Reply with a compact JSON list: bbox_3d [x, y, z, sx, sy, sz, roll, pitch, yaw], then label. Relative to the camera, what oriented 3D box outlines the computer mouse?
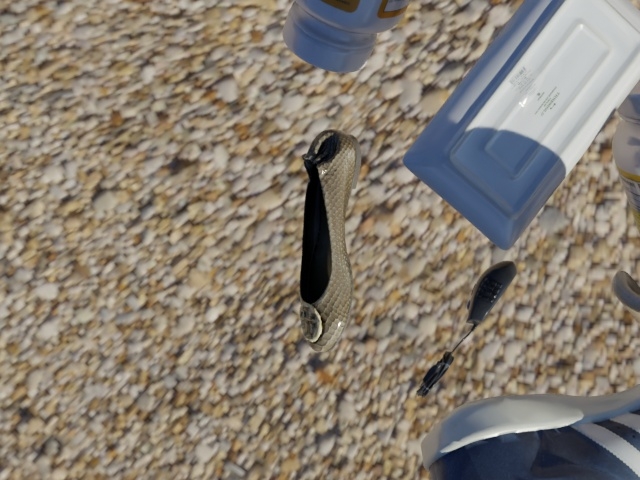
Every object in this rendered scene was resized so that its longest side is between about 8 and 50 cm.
[{"bbox_3d":[0.206,0.126,1.993,0.041,0.071,0.242,35,94,4],"label":"computer mouse"}]

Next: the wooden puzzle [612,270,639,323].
[{"bbox_3d":[0.486,0.129,1.347,0.348,0.322,0.080,23,82,34],"label":"wooden puzzle"}]

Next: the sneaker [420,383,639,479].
[{"bbox_3d":[0.261,0.197,1.124,0.350,0.131,0.148,-8,64,-13],"label":"sneaker"}]

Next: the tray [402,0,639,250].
[{"bbox_3d":[0.213,-0.135,1.312,0.145,0.030,0.270,39,85,-15],"label":"tray"}]

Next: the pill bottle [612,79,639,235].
[{"bbox_3d":[0.485,-0.078,1.748,0.188,0.188,0.334,-17,116,16],"label":"pill bottle"}]

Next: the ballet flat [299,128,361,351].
[{"bbox_3d":[0.000,0.000,1.524,0.084,0.058,0.250,11,96,52],"label":"ballet flat"}]

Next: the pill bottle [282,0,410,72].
[{"bbox_3d":[0.043,-0.305,1.441,0.136,0.136,0.246,26,126,5],"label":"pill bottle"}]
